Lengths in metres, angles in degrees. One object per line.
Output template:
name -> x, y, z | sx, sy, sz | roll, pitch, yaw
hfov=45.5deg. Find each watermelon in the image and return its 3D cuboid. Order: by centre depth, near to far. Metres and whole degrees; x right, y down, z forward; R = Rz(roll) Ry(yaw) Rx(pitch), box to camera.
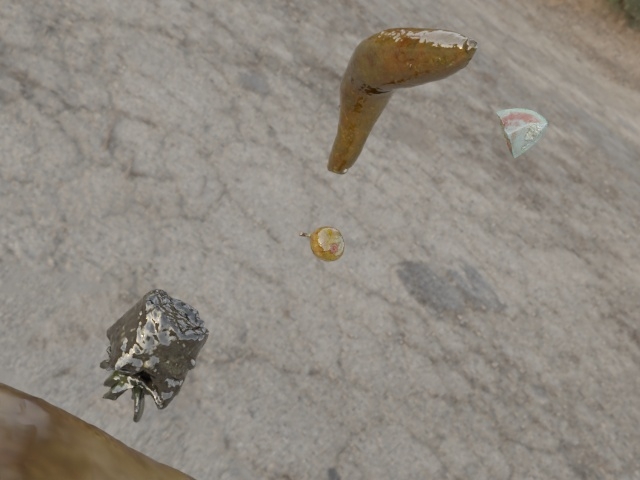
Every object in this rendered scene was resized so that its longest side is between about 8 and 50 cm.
watermelon -> 0.325, -0.179, 1.240 | 0.085, 0.085, 0.061 | 48, 44, 13

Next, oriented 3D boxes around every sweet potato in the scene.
sweet potato -> 0.071, -0.189, 0.938 | 0.079, 0.346, 0.108 | -3, 73, -24

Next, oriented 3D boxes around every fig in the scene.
fig -> 0.000, 0.000, 1.070 | 0.050, 0.050, 0.083 | 14, 7, -36

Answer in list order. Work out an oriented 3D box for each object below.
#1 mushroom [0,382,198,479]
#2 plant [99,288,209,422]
mushroom -> -0.171, 0.264, 0.342 | 0.313, 0.224, 0.397 | 49, 10, -33
plant -> -0.393, 0.258, 1.719 | 0.188, 0.276, 0.199 | 26, 17, -32
